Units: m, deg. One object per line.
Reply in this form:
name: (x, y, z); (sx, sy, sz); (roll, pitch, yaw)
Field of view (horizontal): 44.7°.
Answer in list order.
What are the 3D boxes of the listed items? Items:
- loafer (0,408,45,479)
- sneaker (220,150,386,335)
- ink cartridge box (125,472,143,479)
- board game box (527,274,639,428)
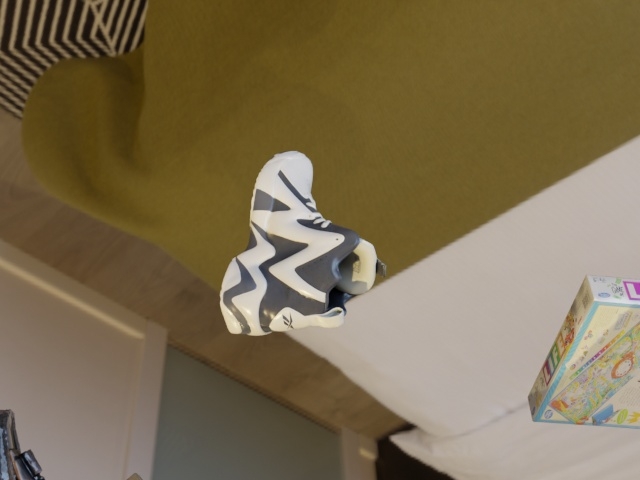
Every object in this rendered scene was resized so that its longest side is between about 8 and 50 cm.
loafer: (-0.341, 0.342, 0.910); (0.095, 0.303, 0.109); (-11, 164, -9)
sneaker: (0.000, 0.000, 0.817); (0.153, 0.235, 0.094); (4, 134, 14)
ink cartridge box: (-0.187, 0.431, 0.970); (0.088, 0.193, 0.235); (-37, 102, -15)
board game box: (0.236, 0.093, 0.610); (0.103, 0.026, 0.154); (5, 133, -3)
